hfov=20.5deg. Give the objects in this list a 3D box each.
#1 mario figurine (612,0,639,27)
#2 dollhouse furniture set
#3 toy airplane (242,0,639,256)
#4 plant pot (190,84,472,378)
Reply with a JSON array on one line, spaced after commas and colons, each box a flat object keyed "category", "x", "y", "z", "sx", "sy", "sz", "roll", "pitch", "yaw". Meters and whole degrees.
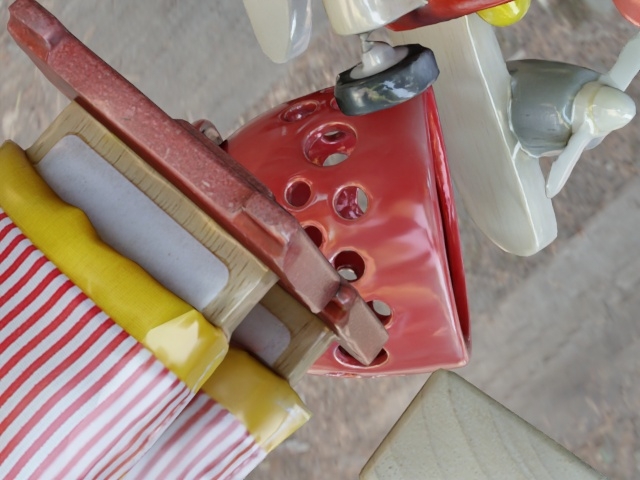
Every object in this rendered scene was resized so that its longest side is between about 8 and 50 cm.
[{"category": "mario figurine", "x": 0.344, "y": -0.259, "z": 1.415, "sx": 0.320, "sy": 0.198, "sz": 0.170, "roll": -36, "pitch": 125, "yaw": -25}, {"category": "dollhouse furniture set", "x": 0.001, "y": 0.125, "z": 0.508, "sx": 0.374, "sy": 0.152, "sz": 0.201, "roll": 38, "pitch": 85, "yaw": 22}, {"category": "toy airplane", "x": 0.065, "y": -0.218, "z": 1.113, "sx": 0.272, "sy": 0.384, "sz": 0.386, "roll": -26, "pitch": 153, "yaw": -10}, {"category": "plant pot", "x": 0.000, "y": 0.000, "z": 1.123, "sx": 0.174, "sy": 0.191, "sz": 0.191, "roll": -11, "pitch": 112, "yaw": 8}]
